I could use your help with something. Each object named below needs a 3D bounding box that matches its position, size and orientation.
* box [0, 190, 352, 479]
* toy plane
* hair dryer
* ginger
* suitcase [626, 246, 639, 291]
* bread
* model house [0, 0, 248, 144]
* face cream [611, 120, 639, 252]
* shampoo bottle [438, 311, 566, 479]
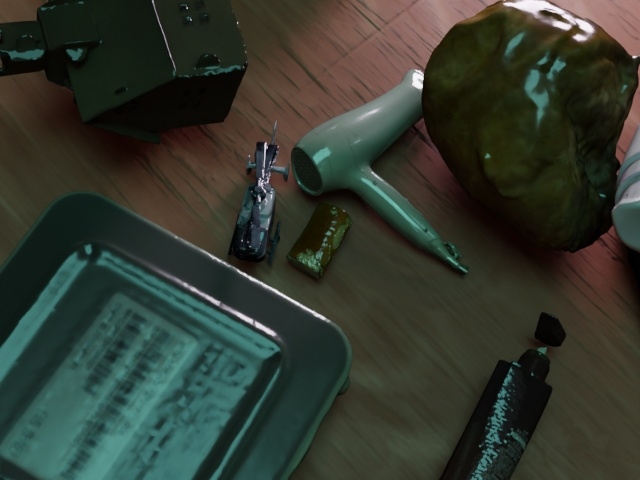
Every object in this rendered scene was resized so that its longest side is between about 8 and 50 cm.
[{"bbox_3d":[-0.198,0.167,1.223,0.373,0.090,0.367,28,65,8],"label":"box"},{"bbox_3d":[-0.066,-0.042,1.347,0.053,0.078,0.197,10,49,1],"label":"toy plane"},{"bbox_3d":[0.107,-0.064,1.392,0.206,0.075,0.237,-33,80,-26],"label":"hair dryer"},{"bbox_3d":[0.219,-0.135,1.355,0.223,0.200,0.269,15,98,33],"label":"ginger"},{"bbox_3d":[0.496,0.024,1.379,0.286,0.066,0.206,-6,65,-9],"label":"suitcase"},{"bbox_3d":[0.000,0.000,1.354,0.047,0.036,0.083,25,65,15],"label":"bread"},{"bbox_3d":[-0.235,-0.207,1.329,0.243,0.204,0.211,-10,66,-21],"label":"model house"},{"bbox_3d":[0.394,-0.102,1.343,0.102,0.102,0.345,27,42,7],"label":"face cream"},{"bbox_3d":[0.192,0.184,1.268,0.067,0.068,0.236,28,64,10],"label":"shampoo bottle"}]
